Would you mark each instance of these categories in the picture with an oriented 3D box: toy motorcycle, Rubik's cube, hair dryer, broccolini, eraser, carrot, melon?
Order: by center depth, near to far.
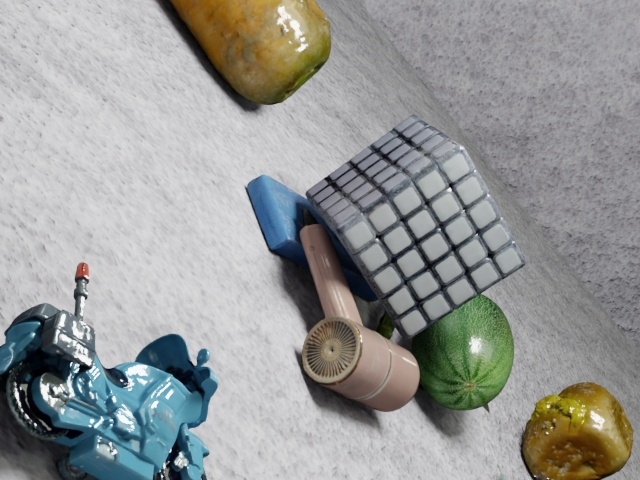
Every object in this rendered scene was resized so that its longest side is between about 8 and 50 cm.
[{"bbox_3d":[-0.200,0.147,1.100,0.272,0.124,0.182,40,34,-37],"label":"toy motorcycle"},{"bbox_3d":[0.034,0.089,1.725,0.189,0.107,0.344,31,34,-50],"label":"hair dryer"},{"bbox_3d":[0.147,-0.027,1.798,0.237,0.238,0.237,54,1,-24],"label":"Rubik's cube"},{"bbox_3d":[0.000,0.000,1.916,0.312,0.043,0.144,30,31,-50],"label":"eraser"},{"bbox_3d":[0.250,0.185,1.984,0.182,0.182,0.287,51,22,-10],"label":"melon"},{"bbox_3d":[0.129,0.127,2.012,0.074,0.079,0.392,60,25,-15],"label":"broccolini"},{"bbox_3d":[-0.139,-0.419,2.046,0.340,0.224,0.224,49,19,-1],"label":"carrot"}]

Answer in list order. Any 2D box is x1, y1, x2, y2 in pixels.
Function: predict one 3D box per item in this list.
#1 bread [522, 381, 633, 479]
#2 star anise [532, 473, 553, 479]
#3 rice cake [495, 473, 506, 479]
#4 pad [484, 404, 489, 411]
[{"bbox_3d":[0.502,0.377,2.228,0.176,0.195,0.246,63,19,5],"label":"bread"},{"bbox_3d":[0.478,0.523,2.021,0.272,0.102,0.272,58,5,-8],"label":"star anise"},{"bbox_3d":[0.283,0.455,1.783,0.063,0.069,0.206,51,16,-8],"label":"rice cake"},{"bbox_3d":[0.286,0.242,2.236,0.127,0.004,0.190,45,22,-24],"label":"pad"}]
